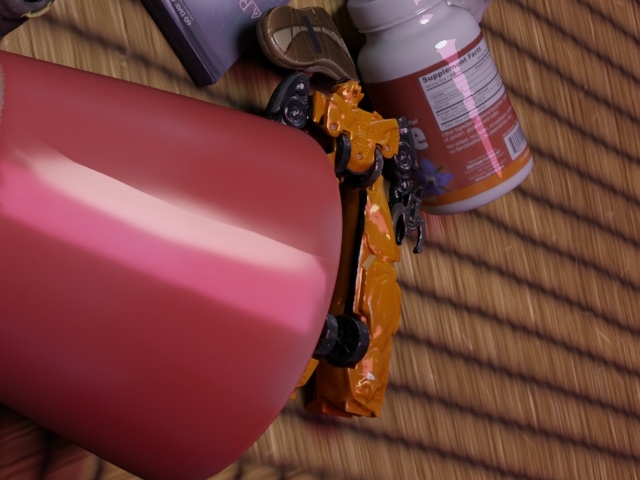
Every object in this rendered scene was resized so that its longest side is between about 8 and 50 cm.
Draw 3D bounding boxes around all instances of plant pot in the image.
[{"bbox_3d":[-0.161,0.004,1.046,0.243,0.275,0.274,25,66,-32],"label":"plant pot"}]

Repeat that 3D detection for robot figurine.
[{"bbox_3d":[0.000,0.000,1.332,0.211,0.085,0.291,19,71,-45],"label":"robot figurine"}]

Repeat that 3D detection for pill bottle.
[{"bbox_3d":[0.108,-0.142,1.444,0.121,0.121,0.216,-42,114,-42],"label":"pill bottle"}]

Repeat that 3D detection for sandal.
[{"bbox_3d":[-0.018,-0.168,1.358,0.180,0.049,0.072,-4,73,-65],"label":"sandal"}]

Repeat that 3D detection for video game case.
[{"bbox_3d":[-0.078,-0.290,1.337,0.196,0.026,0.274,57,47,-25],"label":"video game case"}]

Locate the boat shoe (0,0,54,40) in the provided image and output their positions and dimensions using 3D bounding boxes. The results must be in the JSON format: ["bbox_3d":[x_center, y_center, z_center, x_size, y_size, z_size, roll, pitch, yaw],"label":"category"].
[{"bbox_3d":[-0.207,-0.210,1.108,0.081,0.069,0.227,60,27,-28],"label":"boat shoe"}]

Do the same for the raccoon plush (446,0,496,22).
[{"bbox_3d":[0.087,-0.457,1.484,0.216,0.299,0.446,11,108,-61],"label":"raccoon plush"}]
